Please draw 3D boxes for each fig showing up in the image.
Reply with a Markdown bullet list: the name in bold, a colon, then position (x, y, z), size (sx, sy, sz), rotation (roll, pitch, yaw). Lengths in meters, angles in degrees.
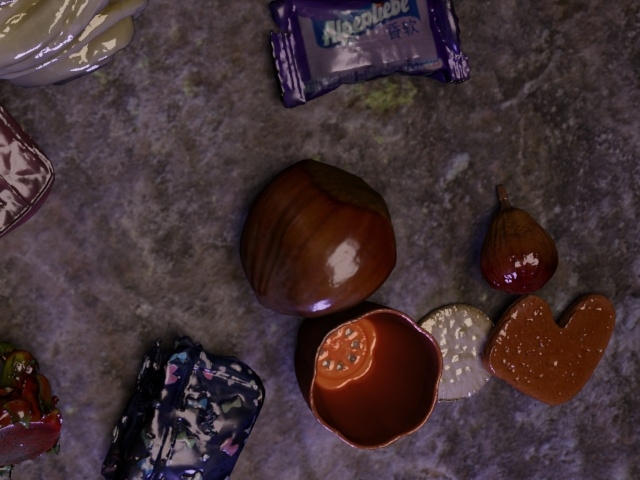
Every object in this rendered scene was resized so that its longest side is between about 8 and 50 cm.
- **fig**: position (0.264, 0.008, 1.750), size (0.119, 0.119, 0.153), rotation (-37, 82, -9)

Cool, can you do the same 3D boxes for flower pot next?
- **flower pot**: position (0.047, 0.168, 1.661), size (0.190, 0.173, 0.191), rotation (-3, 99, -18)

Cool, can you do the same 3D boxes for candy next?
- **candy**: position (0.066, -0.265, 1.650), size (0.275, 0.070, 0.145), rotation (-10, 96, -13)

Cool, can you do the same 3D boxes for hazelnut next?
- **hazelnut**: position (0.002, 0.005, 1.621), size (0.186, 0.210, 0.210), rotation (-11, 105, -49)

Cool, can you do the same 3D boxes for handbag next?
- **handbag**: position (-0.432, -0.105, 1.475), size (0.146, 0.135, 0.225), rotation (-45, 108, -12)
- **handbag**: position (-0.189, 0.260, 1.631), size (0.162, 0.113, 0.260), rotation (21, 91, -27)

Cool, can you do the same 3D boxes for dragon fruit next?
- **dragon fruit**: position (-0.380, 0.218, 1.565), size (0.138, 0.142, 0.175), rotation (16, 71, -59)

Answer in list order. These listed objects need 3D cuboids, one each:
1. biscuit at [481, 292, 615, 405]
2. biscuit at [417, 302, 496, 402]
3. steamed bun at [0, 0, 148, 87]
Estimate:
- **biscuit**: position (0.340, 0.142, 1.823), size (0.192, 0.036, 0.186), rotation (30, 88, -28)
- **biscuit**: position (0.194, 0.163, 1.791), size (0.152, 0.020, 0.152), rotation (-3, 100, -19)
- **steamed bun**: position (-0.321, -0.285, 1.389), size (0.394, 0.346, 0.237), rotation (-42, 135, -44)
